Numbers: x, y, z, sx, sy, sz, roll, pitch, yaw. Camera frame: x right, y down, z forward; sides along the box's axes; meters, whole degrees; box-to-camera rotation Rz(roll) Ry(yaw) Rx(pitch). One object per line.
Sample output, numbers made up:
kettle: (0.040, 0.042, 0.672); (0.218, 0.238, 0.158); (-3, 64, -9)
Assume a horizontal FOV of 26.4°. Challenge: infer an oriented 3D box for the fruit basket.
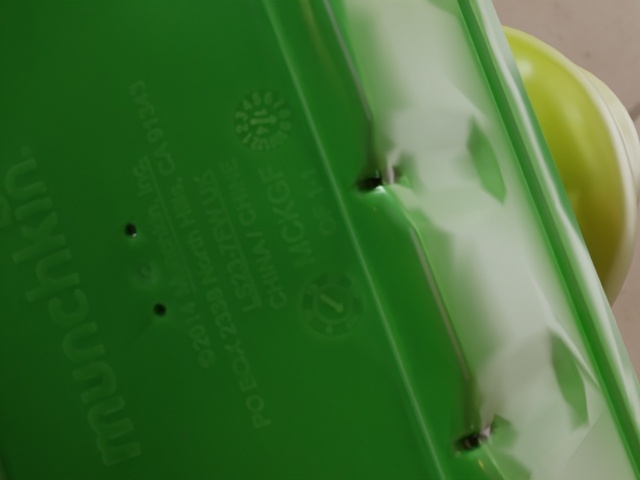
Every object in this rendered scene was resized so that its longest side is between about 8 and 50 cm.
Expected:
fruit basket: (0.000, 0.000, 0.574); (0.283, 0.392, 0.392); (-21, 83, 11)
